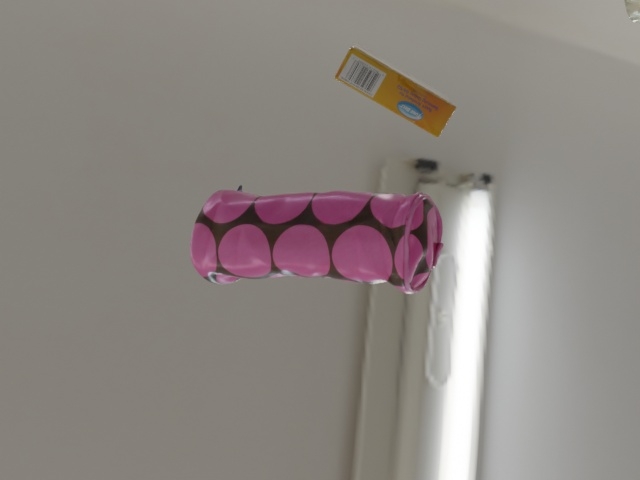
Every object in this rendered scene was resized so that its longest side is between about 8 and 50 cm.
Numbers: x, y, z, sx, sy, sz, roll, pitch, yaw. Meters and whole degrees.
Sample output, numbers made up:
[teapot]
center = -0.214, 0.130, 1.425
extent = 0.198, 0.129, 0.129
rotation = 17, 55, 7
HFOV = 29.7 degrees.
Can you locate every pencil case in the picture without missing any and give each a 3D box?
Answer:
[pencil case]
center = 0.000, 0.000, 1.005
extent = 0.098, 0.209, 0.095
rotation = 47, -126, -52

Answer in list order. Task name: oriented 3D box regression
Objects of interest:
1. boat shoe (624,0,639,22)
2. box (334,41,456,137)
[boat shoe]
center = 0.226, -0.233, 0.725
extent = 0.084, 0.079, 0.233
rotation = -50, -39, -32
[box]
center = 0.052, -0.109, 0.855
extent = 0.081, 0.136, 0.028
rotation = 30, -81, -3
